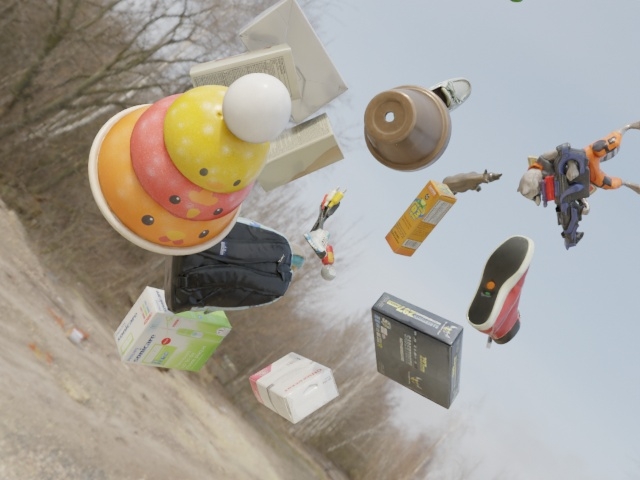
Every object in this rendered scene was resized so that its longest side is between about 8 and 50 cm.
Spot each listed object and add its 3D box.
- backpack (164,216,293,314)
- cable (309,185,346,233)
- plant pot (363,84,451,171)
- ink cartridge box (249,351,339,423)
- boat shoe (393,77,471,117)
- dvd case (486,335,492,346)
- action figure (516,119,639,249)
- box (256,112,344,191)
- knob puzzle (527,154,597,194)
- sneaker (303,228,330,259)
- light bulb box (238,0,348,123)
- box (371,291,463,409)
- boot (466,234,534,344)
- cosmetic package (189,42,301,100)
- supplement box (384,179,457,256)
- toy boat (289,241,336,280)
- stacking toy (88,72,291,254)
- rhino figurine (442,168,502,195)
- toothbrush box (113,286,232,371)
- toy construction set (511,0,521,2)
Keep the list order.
[{"bbox_3d":[-0.246,0.059,1.572,0.273,0.356,0.290,179,-86,-66],"label":"backpack"},{"bbox_3d":[0.004,-0.116,2.429,0.139,0.287,0.072,-4,-49,50],"label":"cable"},{"bbox_3d":[0.227,-0.338,1.640,0.263,0.263,0.229,44,16,17],"label":"plant pot"},{"bbox_3d":[-0.101,0.531,2.078,0.283,0.207,0.117,5,-63,58],"label":"ink cartridge box"},{"bbox_3d":[0.427,-0.514,2.107,0.103,0.320,0.118,-151,-141,-77],"label":"boat shoe"},{"bbox_3d":[0.571,0.267,1.879,0.018,0.164,0.221,12,-11,18],"label":"dvd case"},{"bbox_3d":[0.700,-0.157,1.558,0.178,0.330,0.341,-103,-179,-53],"label":"action figure"},{"bbox_3d":[-0.088,-0.309,2.004,0.121,0.311,0.148,59,14,-44],"label":"box"},{"bbox_3d":[0.713,-0.169,1.682,0.213,0.030,0.213,30,-19,12],"label":"knob puzzle"},{"bbox_3d":[0.000,0.000,1.991,0.071,0.083,0.190,59,-2,-26],"label":"sneaker"},{"bbox_3d":[-0.105,-0.652,2.035,0.358,0.225,0.361,55,6,-22],"label":"light bulb box"},{"bbox_3d":[0.202,0.233,1.194,0.183,0.059,0.232,22,-38,30],"label":"box"},{"bbox_3d":[0.448,0.120,1.342,0.088,0.244,0.176,24,-7,47],"label":"boot"},{"bbox_3d":[-0.219,-0.467,1.674,0.129,0.296,0.153,-109,-174,-61],"label":"cosmetic package"},{"bbox_3d":[0.290,-0.062,1.659,0.080,0.233,0.078,15,34,-35],"label":"supplement box"},{"bbox_3d":[-0.092,0.094,2.362,0.267,0.318,0.148,121,-32,-72],"label":"toy boat"},{"bbox_3d":[-0.221,-0.186,1.107,0.350,0.350,0.480,50,-36,-12],"label":"stacking toy"},{"bbox_3d":[0.553,-0.215,2.083,0.106,0.073,0.243,6,-10,-44],"label":"rhino figurine"},{"bbox_3d":[-0.455,0.282,1.770,0.283,0.206,0.122,23,21,-44],"label":"toothbrush box"},{"bbox_3d":[0.436,-0.585,1.200,0.257,0.309,0.237,50,-28,27],"label":"toy construction set"}]
